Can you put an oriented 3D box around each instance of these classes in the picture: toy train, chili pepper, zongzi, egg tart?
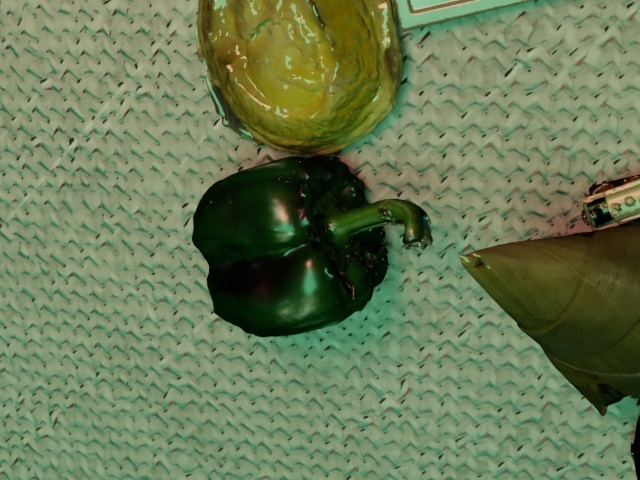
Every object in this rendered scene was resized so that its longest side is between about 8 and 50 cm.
[{"bbox_3d":[0.362,-0.063,1.078,0.249,0.085,0.053,-20,87,22],"label":"toy train"},{"bbox_3d":[0.000,0.000,1.161,0.261,0.165,0.174,-14,88,24],"label":"chili pepper"},{"bbox_3d":[0.302,0.026,1.035,0.273,0.145,0.300,-26,144,21],"label":"zongzi"},{"bbox_3d":[-0.029,-0.192,1.136,0.231,0.098,0.252,26,119,9],"label":"egg tart"}]

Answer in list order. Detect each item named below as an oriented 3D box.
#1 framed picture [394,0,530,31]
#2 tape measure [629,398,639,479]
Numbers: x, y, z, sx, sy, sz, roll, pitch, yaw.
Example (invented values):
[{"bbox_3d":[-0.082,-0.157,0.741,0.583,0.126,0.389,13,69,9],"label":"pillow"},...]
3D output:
[{"bbox_3d":[0.190,-0.325,1.050,0.289,0.016,0.213,-10,107,15],"label":"framed picture"},{"bbox_3d":[0.407,0.219,1.161,0.186,0.112,0.199,12,112,13],"label":"tape measure"}]
